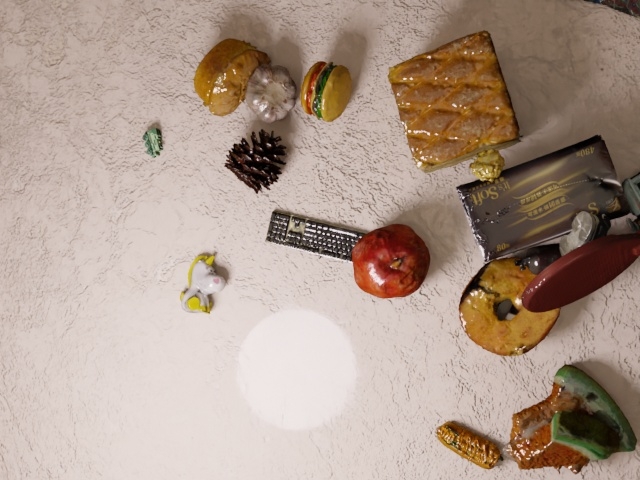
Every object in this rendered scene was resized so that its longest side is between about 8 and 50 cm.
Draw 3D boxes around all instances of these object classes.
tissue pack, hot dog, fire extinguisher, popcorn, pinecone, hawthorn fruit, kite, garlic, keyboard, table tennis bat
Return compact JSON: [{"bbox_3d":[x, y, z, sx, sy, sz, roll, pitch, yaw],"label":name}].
[{"bbox_3d":[0.533,-0.098,1.811,0.370,0.198,0.209,-21,90,15],"label":"tissue pack"},{"bbox_3d":[0.389,0.540,1.937,0.188,0.055,0.072,26,96,14],"label":"hot dog"},{"bbox_3d":[0.593,0.039,1.805,0.268,0.089,0.072,-7,82,-6],"label":"fire extinguisher"},{"bbox_3d":[0.392,-0.177,1.738,0.083,0.057,0.082,-8,50,23],"label":"popcorn"},{"bbox_3d":[-0.167,-0.226,2.032,0.163,0.163,0.165,37,87,12],"label":"pinecone"},{"bbox_3d":[0.184,0.059,1.880,0.208,0.243,0.207,0,89,-1],"label":"hawthorn fruit"},{"bbox_3d":[0.721,-0.640,1.845,0.286,0.015,0.152,15,92,12],"label":"kite"},{"bbox_3d":[-0.138,-0.408,2.036,0.147,0.102,0.159,-15,112,-13],"label":"garlic"},{"bbox_3d":[0.000,0.000,2.050,0.317,0.027,0.106,13,94,14],"label":"keyboard"},{"bbox_3d":[0.648,0.050,1.686,0.415,0.268,0.051,-31,59,11],"label":"table tennis bat"}]

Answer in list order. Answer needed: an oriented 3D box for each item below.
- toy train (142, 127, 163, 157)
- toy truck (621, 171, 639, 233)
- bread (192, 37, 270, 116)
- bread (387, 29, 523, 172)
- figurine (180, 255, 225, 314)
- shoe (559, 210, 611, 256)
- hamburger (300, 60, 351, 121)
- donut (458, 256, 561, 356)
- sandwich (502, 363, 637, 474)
[{"bbox_3d":[-0.491,-0.286,2.176,0.053,0.033,0.083,-18,87,12],"label":"toy train"},{"bbox_3d":[0.832,-0.038,1.763,0.162,0.136,0.305,-27,85,17],"label":"toy truck"},{"bbox_3d":[-0.265,-0.465,2.063,0.143,0.139,0.229,41,100,19],"label":"bread"},{"bbox_3d":[0.337,-0.337,1.857,0.279,0.207,0.278,-20,87,16],"label":"bread"},{"bbox_3d":[-0.342,0.126,2.119,0.130,0.109,0.178,29,96,35],"label":"figurine"},{"bbox_3d":[0.615,-0.003,1.685,0.100,0.169,0.071,-6,51,-13],"label":"shoe"},{"bbox_3d":[0.015,-0.397,1.973,0.115,0.162,0.161,19,96,18],"label":"hamburger"},{"bbox_3d":[0.477,0.168,1.874,0.254,0.118,0.253,0,91,17],"label":"donut"},{"bbox_3d":[0.592,0.468,1.826,0.301,0.162,0.250,-33,78,11],"label":"sandwich"}]
